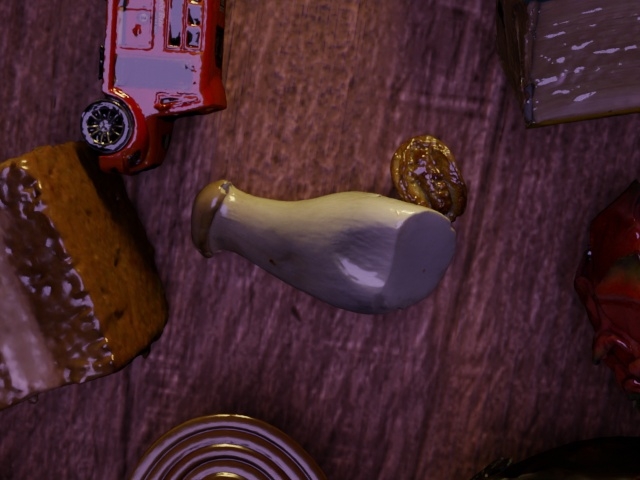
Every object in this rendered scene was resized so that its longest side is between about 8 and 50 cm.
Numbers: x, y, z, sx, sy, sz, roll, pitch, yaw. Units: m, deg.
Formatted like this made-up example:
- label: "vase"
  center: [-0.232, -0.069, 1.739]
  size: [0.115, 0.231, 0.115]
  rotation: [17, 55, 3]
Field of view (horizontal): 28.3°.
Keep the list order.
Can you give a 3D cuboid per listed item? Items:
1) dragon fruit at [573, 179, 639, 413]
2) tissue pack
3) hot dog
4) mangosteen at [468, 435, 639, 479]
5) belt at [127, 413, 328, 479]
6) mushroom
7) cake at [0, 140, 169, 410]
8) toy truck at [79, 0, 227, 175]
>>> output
- label: "dragon fruit"
  center: [0.335, 0.021, 1.031]
  size: [0.234, 0.234, 0.293]
  rotation: [35, 82, -1]
- label: "tissue pack"
  center: [0.279, -0.186, 1.009]
  size: [0.271, 0.192, 0.134]
  rotation: [-7, 116, 4]
- label: "hot dog"
  center: [0.095, -0.051, 1.114]
  size: [0.058, 0.035, 0.083]
  rotation: [-26, 93, 1]
- label: "mangosteen"
  center: [0.219, 0.333, 0.949]
  size: [0.381, 0.421, 0.381]
  rotation: [-2, 83, 18]
- label: "belt"
  center: [-0.068, 0.313, 1.043]
  size: [0.217, 0.122, 0.338]
  rotation: [-8, 83, -8]
- label: "mushroom"
  center: [0.000, 0.000, 1.102]
  size: [0.225, 0.093, 0.116]
  rotation: [10, 130, 19]
- label: "cake"
  center: [-0.297, 0.053, 1.069]
  size: [0.293, 0.199, 0.196]
  rotation: [-22, 99, 9]
- label: "toy truck"
  center: [-0.135, -0.180, 1.077]
  size: [0.114, 0.107, 0.252]
  rotation: [3, 95, 2]
